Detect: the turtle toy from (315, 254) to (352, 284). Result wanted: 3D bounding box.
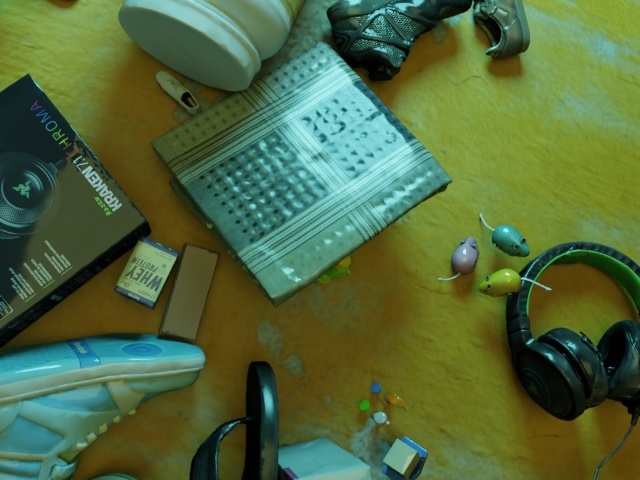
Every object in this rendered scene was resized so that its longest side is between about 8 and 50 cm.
[{"bbox_3d":[0.000,0.000,1.048,0.130,0.095,0.066,46,58,-3],"label":"turtle toy"}]

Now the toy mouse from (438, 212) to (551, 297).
[{"bbox_3d":[0.254,0.015,1.097,0.161,0.031,0.143,-9,64,14],"label":"toy mouse"}]

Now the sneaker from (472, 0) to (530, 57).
[{"bbox_3d":[0.273,-0.382,1.149,0.071,0.066,0.188,-17,87,-11],"label":"sneaker"}]

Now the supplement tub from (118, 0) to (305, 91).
[{"bbox_3d":[-0.117,-0.389,0.991,0.228,0.228,0.316,26,79,-7],"label":"supplement tub"}]

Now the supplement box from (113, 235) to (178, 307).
[{"bbox_3d":[-0.237,0.045,0.994,0.056,0.083,0.083,25,80,-8],"label":"supplement box"}]

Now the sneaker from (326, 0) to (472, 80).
[{"bbox_3d":[0.131,-0.314,1.107,0.228,0.087,0.130,-15,93,-14],"label":"sneaker"}]

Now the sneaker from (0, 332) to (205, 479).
[{"bbox_3d":[-0.308,0.239,0.952,0.319,0.127,0.208,-4,101,-22],"label":"sneaker"}]

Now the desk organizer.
[{"bbox_3d":[-0.184,0.072,1.020,0.050,0.047,0.130,17,81,-11],"label":"desk organizer"}]

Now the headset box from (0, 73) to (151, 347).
[{"bbox_3d":[-0.410,-0.026,0.944,0.283,0.131,0.246,-38,91,-12],"label":"headset box"}]

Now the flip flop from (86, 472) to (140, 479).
[{"bbox_3d":[-0.225,0.383,0.892,0.277,0.080,0.112,26,109,33],"label":"flip flop"}]

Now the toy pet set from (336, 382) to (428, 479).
[{"bbox_3d":[0.098,0.293,1.056,0.114,0.065,0.122,28,74,29],"label":"toy pet set"}]

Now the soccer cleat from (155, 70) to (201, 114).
[{"bbox_3d":[-0.205,-0.216,1.053,0.029,0.035,0.083,-44,93,-12],"label":"soccer cleat"}]

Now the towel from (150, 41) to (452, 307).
[{"bbox_3d":[-0.031,-0.103,1.021,0.324,0.056,0.312,-33,71,-17],"label":"towel"}]

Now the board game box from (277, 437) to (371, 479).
[{"bbox_3d":[0.013,0.427,0.929,0.098,0.224,0.303,-9,85,-13],"label":"board game box"}]

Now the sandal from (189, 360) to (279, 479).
[{"bbox_3d":[-0.122,0.378,0.935,0.107,0.167,0.445,8,83,-14],"label":"sandal"}]

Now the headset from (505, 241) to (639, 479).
[{"bbox_3d":[0.418,0.186,1.054,0.244,0.185,0.394,-4,73,-11],"label":"headset"}]
